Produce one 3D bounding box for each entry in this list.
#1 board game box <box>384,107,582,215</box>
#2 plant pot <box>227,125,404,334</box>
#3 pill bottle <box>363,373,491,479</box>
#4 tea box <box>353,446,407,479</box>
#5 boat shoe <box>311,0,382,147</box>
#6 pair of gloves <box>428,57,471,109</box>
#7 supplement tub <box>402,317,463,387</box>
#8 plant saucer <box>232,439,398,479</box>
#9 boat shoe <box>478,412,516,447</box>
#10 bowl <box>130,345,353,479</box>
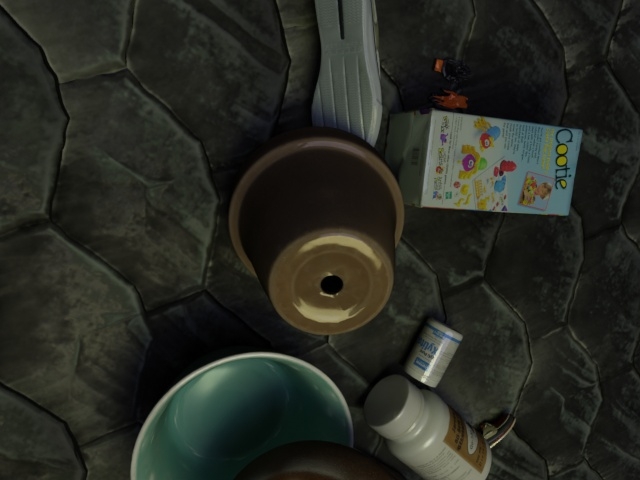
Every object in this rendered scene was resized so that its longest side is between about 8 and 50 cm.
[{"bbox_3d":[0.257,-0.125,0.847,0.275,0.142,0.144,2,100,-19],"label":"board game box"},{"bbox_3d":[0.000,0.000,0.698,0.263,0.229,0.263,-2,117,-4],"label":"plant pot"},{"bbox_3d":[0.188,0.343,0.922,0.229,0.131,0.131,43,85,-21],"label":"pill bottle"},{"bbox_3d":[0.040,0.543,0.805,0.220,0.329,0.323,38,86,-21],"label":"tea box"},{"bbox_3d":[0.052,-0.255,0.773,0.094,0.109,0.302,-38,133,-55],"label":"boat shoe"},{"bbox_3d":[0.220,-0.264,0.877,0.074,0.010,0.083,3,97,-18],"label":"pair of gloves"},{"bbox_3d":[0.202,0.200,0.931,0.071,0.071,0.107,27,90,-22],"label":"supplement tub"},{"bbox_3d":[-0.012,0.409,0.629,0.311,0.050,0.310,-5,73,16],"label":"plant saucer"},{"bbox_3d":[0.329,0.388,1.028,0.137,0.049,0.043,-40,71,-7],"label":"boat shoe"},{"bbox_3d":[-0.122,0.287,0.786,0.311,0.163,0.311,-4,101,-19],"label":"bowl"}]
